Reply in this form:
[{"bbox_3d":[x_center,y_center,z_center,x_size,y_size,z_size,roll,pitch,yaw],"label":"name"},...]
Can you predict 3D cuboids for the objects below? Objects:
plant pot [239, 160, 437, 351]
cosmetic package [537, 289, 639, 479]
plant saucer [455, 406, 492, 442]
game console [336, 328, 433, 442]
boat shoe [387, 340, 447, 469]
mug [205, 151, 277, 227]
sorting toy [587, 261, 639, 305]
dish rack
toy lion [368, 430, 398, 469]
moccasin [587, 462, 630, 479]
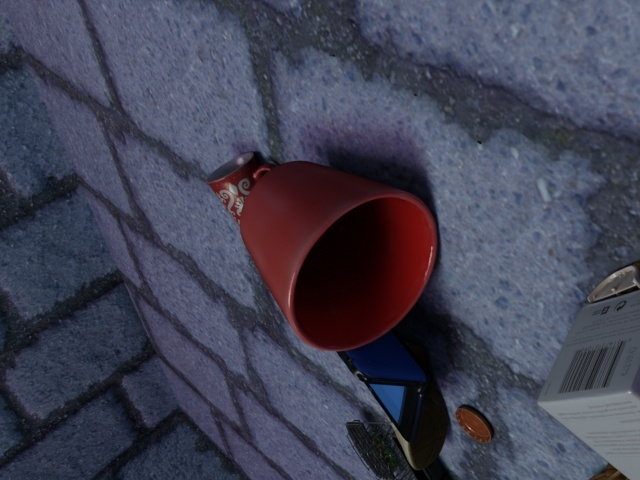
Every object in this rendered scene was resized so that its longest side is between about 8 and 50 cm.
[{"bbox_3d":[0.007,0.001,1.102,0.243,0.274,0.275,39,151,46],"label":"plant pot"},{"bbox_3d":[0.382,0.170,0.765,0.183,0.151,0.151,39,154,-7],"label":"cosmetic package"},{"bbox_3d":[0.295,0.352,1.309,0.083,0.013,0.083,38,150,27],"label":"plant saucer"},{"bbox_3d":[0.053,0.209,1.243,0.173,0.250,0.293,-59,43,19],"label":"game console"},{"bbox_3d":[0.176,0.324,1.371,0.098,0.109,0.302,23,135,53],"label":"boat shoe"},{"bbox_3d":[-0.133,-0.077,1.375,0.150,0.113,0.169,7,131,57],"label":"mug"},{"bbox_3d":[0.381,0.071,0.817,0.075,0.045,0.083,45,153,1],"label":"sorting toy"},{"bbox_3d":[0.166,0.514,1.606,0.271,0.074,0.208,-16,107,50],"label":"dish rack"},{"bbox_3d":[0.153,0.532,1.733,0.100,0.034,0.096,27,136,41],"label":"toy lion"},{"bbox_3d":[0.448,0.338,0.939,0.147,0.139,0.380,34,158,17],"label":"moccasin"}]
